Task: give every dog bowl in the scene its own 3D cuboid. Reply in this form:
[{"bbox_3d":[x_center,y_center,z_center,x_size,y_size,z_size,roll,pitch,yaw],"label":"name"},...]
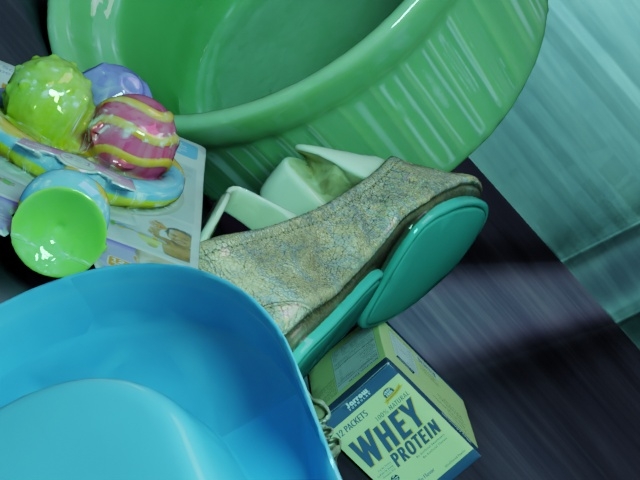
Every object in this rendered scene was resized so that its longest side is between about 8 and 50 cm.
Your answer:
[{"bbox_3d":[-0.041,0.131,0.484,0.074,0.166,0.297,54,5,-41],"label":"dog bowl"}]

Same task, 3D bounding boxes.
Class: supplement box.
[{"bbox_3d":[0.042,0.099,1.166,0.083,0.056,0.083,45,11,-17],"label":"supplement box"}]

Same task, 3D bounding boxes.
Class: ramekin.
[{"bbox_3d":[-0.005,-0.155,1.250,0.148,0.303,0.303,48,8,-46],"label":"ramekin"}]

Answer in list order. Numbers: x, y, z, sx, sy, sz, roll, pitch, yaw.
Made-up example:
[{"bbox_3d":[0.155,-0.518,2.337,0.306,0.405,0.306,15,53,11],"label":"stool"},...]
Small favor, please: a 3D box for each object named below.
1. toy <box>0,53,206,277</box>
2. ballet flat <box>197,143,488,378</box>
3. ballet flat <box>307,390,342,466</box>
[{"bbox_3d":[-0.113,-0.051,0.977,0.137,0.056,0.237,24,21,-10],"label":"toy"},{"bbox_3d":[0.000,0.000,1.095,0.106,0.107,0.316,38,24,11],"label":"ballet flat"},{"bbox_3d":[-0.028,0.110,0.849,0.084,0.058,0.250,48,11,0],"label":"ballet flat"}]
